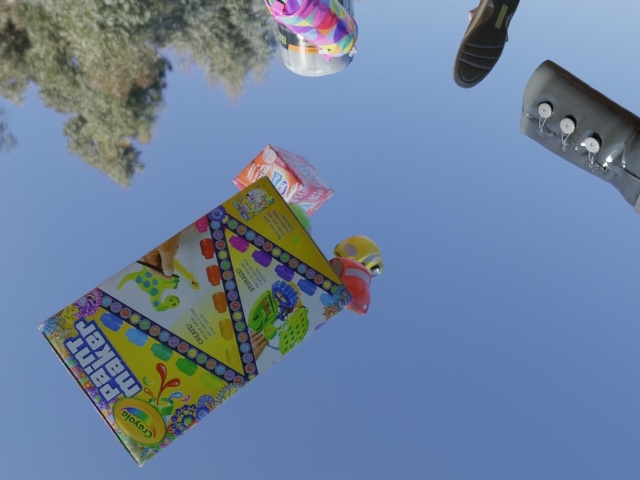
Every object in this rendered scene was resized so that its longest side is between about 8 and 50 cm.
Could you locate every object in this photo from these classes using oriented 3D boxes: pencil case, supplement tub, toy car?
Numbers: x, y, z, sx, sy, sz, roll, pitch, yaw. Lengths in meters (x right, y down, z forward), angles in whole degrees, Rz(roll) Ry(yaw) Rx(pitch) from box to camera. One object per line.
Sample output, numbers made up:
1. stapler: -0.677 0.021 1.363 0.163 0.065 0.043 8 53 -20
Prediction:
1. pencil case: -0.009 -0.420 0.954 0.104 0.105 0.236 25 -171 25
2. supplement tub: -0.016 -0.619 1.302 0.207 0.338 0.207 -3 -133 3
3. toy car: 0.000 0.000 0.778 0.225 0.053 0.239 34 -162 4

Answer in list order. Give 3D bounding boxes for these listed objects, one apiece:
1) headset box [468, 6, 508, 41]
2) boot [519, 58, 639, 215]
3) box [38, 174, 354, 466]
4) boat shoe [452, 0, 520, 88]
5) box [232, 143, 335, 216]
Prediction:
1. headset box: 0.329 -0.425 1.004 0.032 0.062 0.083 -32 -139 -16
2. boot: 0.689 -0.315 1.197 0.146 0.367 0.445 -13 -133 -19
3. box: -0.149 0.092 0.662 0.279 0.290 0.177 -36 -89 -14
4. boat shoe: 0.265 -0.336 0.828 0.068 0.190 0.072 26 -174 -15
5. box: -0.078 -0.128 1.207 0.128 0.122 0.257 49 -166 10
